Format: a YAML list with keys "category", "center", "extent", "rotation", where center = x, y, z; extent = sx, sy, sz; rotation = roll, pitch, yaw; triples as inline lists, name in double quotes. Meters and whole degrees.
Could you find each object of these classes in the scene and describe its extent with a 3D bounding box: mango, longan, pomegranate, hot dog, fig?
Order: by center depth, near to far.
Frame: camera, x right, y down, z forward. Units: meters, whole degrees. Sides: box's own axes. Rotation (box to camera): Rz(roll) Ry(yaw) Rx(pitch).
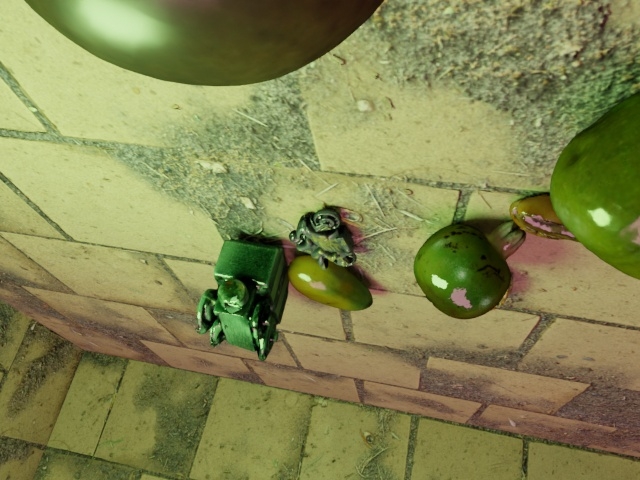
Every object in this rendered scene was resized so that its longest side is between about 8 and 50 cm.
- category: "longan"
  center: [-0.079, -0.262, 0.408]
  extent: [0.319, 0.319, 0.319]
  rotation: [11, 155, 5]
- category: "fig"
  center: [0.423, -0.072, 0.617]
  extent: [0.233, 0.233, 0.314]
  rotation: [26, 157, -25]
- category: "hot dog"
  center: [0.376, -0.031, 0.921]
  extent: [0.140, 0.060, 0.090]
  rotation: [14, 159, -10]
- category: "pomegranate"
  center: [0.270, 0.038, 1.020]
  extent: [0.209, 0.180, 0.180]
  rotation: [-44, 129, 16]
- category: "mango"
  center: [0.020, 0.106, 1.340]
  extent: [0.137, 0.091, 0.237]
  rotation: [0, 152, 39]

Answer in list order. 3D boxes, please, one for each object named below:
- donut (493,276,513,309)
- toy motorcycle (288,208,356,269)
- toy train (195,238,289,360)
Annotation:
- category: "donut"
  center: [0.317, 0.099, 1.207]
  extent: [0.174, 0.068, 0.174]
  rotation: [12, 155, 6]
- category: "toy motorcycle"
  center: [0.000, 0.000, 1.161]
  extent: [0.124, 0.061, 0.193]
  rotation: [-2, 145, 17]
- category: "toy train"
  center: [-0.169, 0.133, 1.311]
  extent: [0.167, 0.238, 0.299]
  rotation: [11, 152, 7]
